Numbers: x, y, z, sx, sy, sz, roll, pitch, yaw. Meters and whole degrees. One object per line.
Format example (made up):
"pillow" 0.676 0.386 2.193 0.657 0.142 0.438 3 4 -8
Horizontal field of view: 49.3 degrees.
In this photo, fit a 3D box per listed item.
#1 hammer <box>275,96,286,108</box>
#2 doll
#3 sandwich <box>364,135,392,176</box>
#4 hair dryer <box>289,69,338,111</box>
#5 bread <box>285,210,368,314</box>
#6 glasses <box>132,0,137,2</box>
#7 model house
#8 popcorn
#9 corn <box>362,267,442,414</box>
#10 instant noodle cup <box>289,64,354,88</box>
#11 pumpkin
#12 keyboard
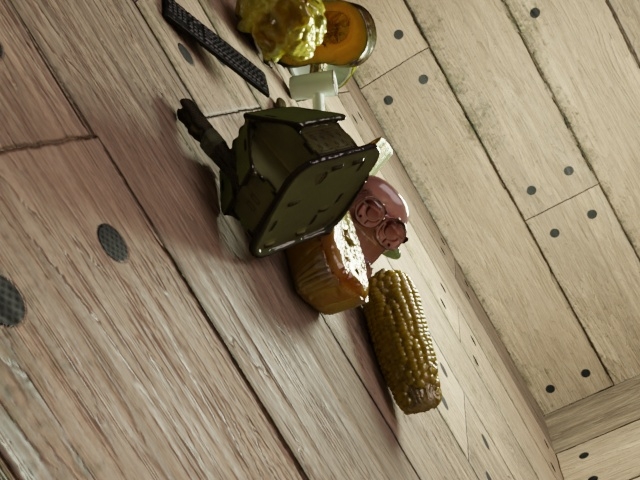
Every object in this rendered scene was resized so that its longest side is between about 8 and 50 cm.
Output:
"hammer" -0.091 -0.259 1.596 0.111 0.043 0.365 53 16 -24
"doll" 0.075 -0.039 1.530 0.284 0.216 0.268 46 -3 -15
"sandwich" 0.135 -0.208 2.004 0.079 0.163 0.113 49 20 -37
"hair dryer" -0.014 -0.350 1.926 0.073 0.131 0.237 47 38 -76
"bread" 0.000 0.000 1.283 0.152 0.119 0.288 42 24 -42
"glasses" -0.339 -0.480 1.204 0.140 0.062 0.104 54 -5 -25
"model house" -0.083 -0.151 1.109 0.218 0.205 0.279 -19 61 -47
"popcorn" -0.107 -0.567 1.796 0.249 0.225 0.249 36 26 -20
"corn" 0.167 0.197 1.453 0.130 0.130 0.347 45 23 -47
"instant noodle cup" 0.010 -0.587 2.159 0.264 0.264 0.200 54 26 -25
"pumpkin" 0.001 -0.560 1.970 0.139 0.316 0.222 -87 178 -79
"keyboard" -0.173 -0.361 1.432 0.381 0.041 0.104 40 25 -41
